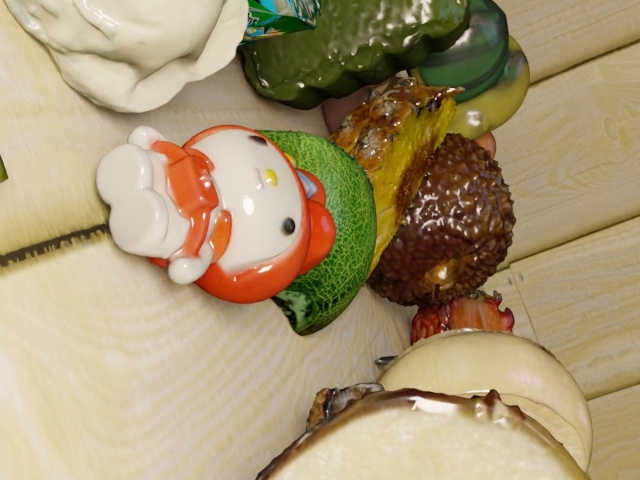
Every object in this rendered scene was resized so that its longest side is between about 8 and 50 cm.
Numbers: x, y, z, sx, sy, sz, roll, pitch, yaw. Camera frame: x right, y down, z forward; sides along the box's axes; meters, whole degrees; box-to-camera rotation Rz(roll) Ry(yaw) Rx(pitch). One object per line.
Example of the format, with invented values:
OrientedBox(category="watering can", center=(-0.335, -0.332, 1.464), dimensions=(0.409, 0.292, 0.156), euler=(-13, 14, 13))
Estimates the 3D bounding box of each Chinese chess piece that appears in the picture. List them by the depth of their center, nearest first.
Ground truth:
OrientedBox(category="Chinese chess piece", center=(0.182, 0.231, 1.155), dimensions=(0.112, 0.270, 0.270), euler=(-89, 155, -55))

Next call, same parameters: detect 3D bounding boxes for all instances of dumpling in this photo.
OrientedBox(category="dumpling", center=(-0.156, -0.183, 0.754), dimensions=(0.229, 0.151, 0.124), euler=(35, 12, -45))

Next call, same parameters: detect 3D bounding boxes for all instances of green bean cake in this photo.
OrientedBox(category="green bean cake", center=(0.018, -0.370, 1.325), dimensions=(0.218, 0.319, 0.335), euler=(-6, 79, -79))

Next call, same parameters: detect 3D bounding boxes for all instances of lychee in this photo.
OrientedBox(category="lychee", center=(0.166, -0.040, 1.506), dimensions=(0.267, 0.267, 0.268), euler=(-21, 90, -76))

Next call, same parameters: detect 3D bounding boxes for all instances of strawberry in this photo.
OrientedBox(category="strawberry", center=(0.251, 0.220, 1.719), dimensions=(0.253, 0.150, 0.280), euler=(-24, 95, -56))

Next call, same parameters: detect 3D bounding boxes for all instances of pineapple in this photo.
OrientedBox(category="pineapple", center=(0.063, -0.129, 1.349), dimensions=(0.158, 0.335, 0.161), euler=(27, -10, 36))

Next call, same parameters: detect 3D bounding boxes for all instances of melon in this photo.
OrientedBox(category="melon", center=(0.000, 0.000, 1.109), dimensions=(0.265, 0.129, 0.169), euler=(56, 22, -46))

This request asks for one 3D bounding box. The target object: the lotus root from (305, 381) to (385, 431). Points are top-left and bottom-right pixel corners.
OrientedBox(category="lotus root", center=(0.058, 0.267, 1.024), dimensions=(0.329, 0.078, 0.167), euler=(56, 47, -35))

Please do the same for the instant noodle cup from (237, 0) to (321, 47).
OrientedBox(category="instant noodle cup", center=(-0.124, -0.270, 0.909), dimensions=(0.240, 0.178, 0.240), euler=(-21, 90, -76))

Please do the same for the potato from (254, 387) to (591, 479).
OrientedBox(category="potato", center=(0.056, 0.319, 0.672), dimensions=(0.296, 0.289, 0.397), euler=(95, 9, -51))

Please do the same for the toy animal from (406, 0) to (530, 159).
OrientedBox(category="toy animal", center=(0.234, -0.274, 1.570), dimensions=(0.338, 0.191, 0.216), euler=(58, 17, -59))

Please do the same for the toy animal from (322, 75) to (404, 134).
OrientedBox(category="toy animal", center=(0.072, -0.266, 1.716), dimensions=(0.169, 0.195, 0.281), euler=(5, 62, -29))

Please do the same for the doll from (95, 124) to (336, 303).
OrientedBox(category="doll", center=(-0.072, -0.024, 0.850), dimensions=(0.290, 0.129, 0.161), euler=(5, 58, -59))

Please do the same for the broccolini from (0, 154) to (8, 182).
OrientedBox(category="broccolini", center=(-0.245, -0.153, 0.613), dimensions=(0.057, 0.071, 0.255), euler=(-19, -97, 63))

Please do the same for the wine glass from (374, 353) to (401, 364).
OrientedBox(category="wine glass", center=(0.158, 0.259, 1.391), dimensions=(0.103, 0.103, 0.222), euler=(9, 61, -74))
